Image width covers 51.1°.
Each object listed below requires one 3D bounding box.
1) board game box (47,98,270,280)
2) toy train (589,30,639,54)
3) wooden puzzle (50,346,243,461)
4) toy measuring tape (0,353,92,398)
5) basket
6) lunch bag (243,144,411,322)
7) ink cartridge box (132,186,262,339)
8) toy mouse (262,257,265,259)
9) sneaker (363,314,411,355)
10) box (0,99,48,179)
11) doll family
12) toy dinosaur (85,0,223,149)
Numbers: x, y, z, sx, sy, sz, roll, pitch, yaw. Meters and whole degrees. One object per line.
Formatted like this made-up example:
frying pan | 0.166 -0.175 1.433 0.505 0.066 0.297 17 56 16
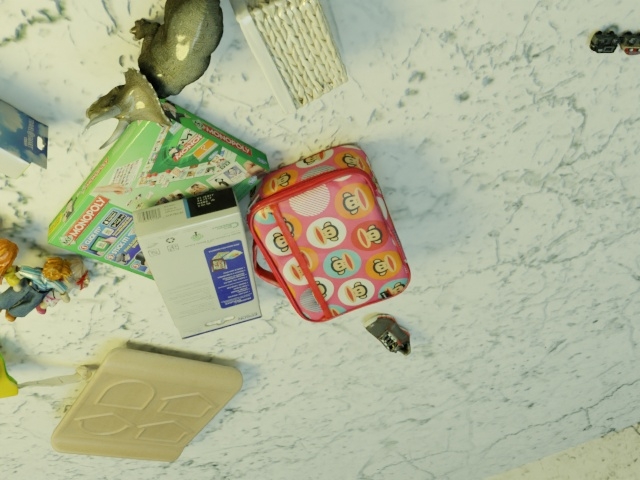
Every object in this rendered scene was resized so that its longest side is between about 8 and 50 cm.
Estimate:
board game box | -0.264 -0.068 1.084 0.213 0.046 0.317 26 124 -37
toy train | 0.498 -0.311 1.063 0.158 0.027 0.036 -3 141 -13
wooden puzzle | -0.393 0.366 1.513 0.322 0.080 0.348 17 125 -33
toy measuring tape | -0.608 0.240 1.296 0.330 0.121 0.121 -2 140 -40
basket | -0.042 -0.270 0.879 0.103 0.113 0.167 -24 139 3
lunch bag | 0.000 0.000 1.160 0.258 0.120 0.293 -20 125 9
ink cartridge box | -0.201 0.051 1.161 0.165 0.065 0.332 -15 144 -9
toy mouse | -0.006 0.018 1.271 0.143 0.031 0.161 -36 136 22
sneaker | 0.161 0.219 1.522 0.061 0.065 0.158 -39 134 24
box | -0.450 -0.154 0.881 0.042 0.109 0.178 -40 134 20
doll family | -0.499 0.063 1.101 0.163 0.118 0.263 -36 135 22
toy dinosaur | -0.165 -0.251 0.823 0.121 0.160 0.313 24 127 -37
